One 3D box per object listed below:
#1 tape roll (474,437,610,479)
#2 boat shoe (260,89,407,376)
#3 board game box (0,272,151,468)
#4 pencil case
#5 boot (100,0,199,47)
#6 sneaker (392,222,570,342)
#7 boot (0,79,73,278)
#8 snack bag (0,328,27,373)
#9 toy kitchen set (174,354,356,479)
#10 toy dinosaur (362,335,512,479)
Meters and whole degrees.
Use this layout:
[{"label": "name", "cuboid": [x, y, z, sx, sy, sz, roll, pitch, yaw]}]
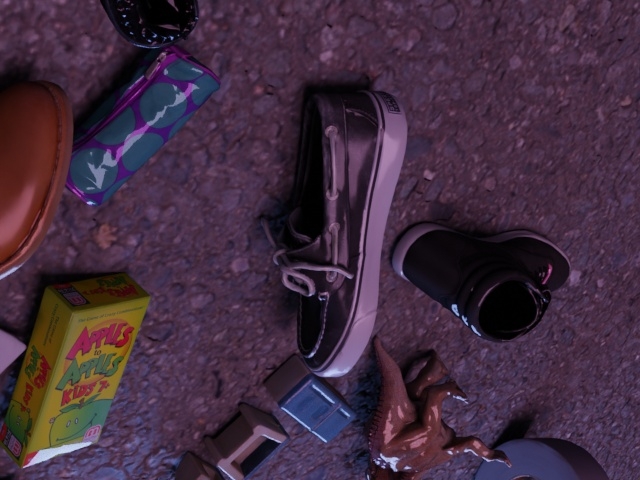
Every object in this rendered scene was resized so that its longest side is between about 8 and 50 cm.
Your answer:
[{"label": "tape roll", "cuboid": [0.329, 0.403, 1.442, 0.072, 0.219, 0.219, 7, 119, -41]}, {"label": "boat shoe", "cuboid": [0.002, 0.002, 0.958, 0.104, 0.113, 0.306, -3, 122, -27]}, {"label": "board game box", "cuboid": [-0.232, 0.122, 0.913, 0.092, 0.043, 0.181, -10, 131, -52]}, {"label": "pencil case", "cuboid": [-0.155, -0.098, 0.794, 0.152, 0.064, 0.070, -45, 153, 2]}, {"label": "boot", "cuboid": [-0.115, -0.264, 0.584, 0.094, 0.207, 0.247, -8, 127, -31]}, {"label": "sneaker", "cuboid": [0.229, 0.060, 1.146, 0.295, 0.147, 0.105, 8, 117, -41]}, {"label": "boot", "cuboid": [-0.321, -0.028, 0.675, 0.283, 0.109, 0.220, -51, 142, 4]}, {"label": "snack bag", "cuboid": [-0.462, 0.122, 0.767, 0.323, 0.037, 0.342, -44, 138, 0]}, {"label": "toy kitchen set", "cuboid": [-0.037, 0.273, 1.105, 0.207, 0.166, 0.122, -43, 137, 1]}, {"label": "toy dinosaur", "cuboid": [0.107, 0.259, 1.241, 0.200, 0.127, 0.296, -34, 132, 1]}]
